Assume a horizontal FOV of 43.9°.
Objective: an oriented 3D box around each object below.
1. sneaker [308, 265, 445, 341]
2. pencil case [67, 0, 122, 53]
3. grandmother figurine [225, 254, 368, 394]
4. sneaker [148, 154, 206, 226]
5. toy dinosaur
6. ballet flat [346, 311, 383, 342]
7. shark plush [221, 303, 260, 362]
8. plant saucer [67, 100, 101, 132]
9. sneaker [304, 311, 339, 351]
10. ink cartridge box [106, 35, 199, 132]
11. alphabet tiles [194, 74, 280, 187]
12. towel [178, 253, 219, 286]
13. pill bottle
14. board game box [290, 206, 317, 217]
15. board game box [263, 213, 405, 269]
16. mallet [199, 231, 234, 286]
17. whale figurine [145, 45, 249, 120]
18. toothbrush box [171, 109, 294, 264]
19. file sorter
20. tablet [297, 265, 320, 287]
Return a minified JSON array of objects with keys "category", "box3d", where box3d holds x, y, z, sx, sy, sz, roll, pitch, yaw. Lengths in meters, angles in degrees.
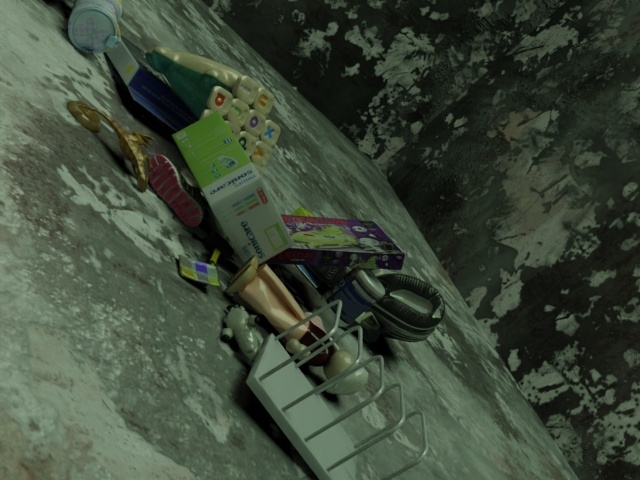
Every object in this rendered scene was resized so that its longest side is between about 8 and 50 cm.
[{"category":"sneaker","box3d":[0.113,0.142,2.153,0.447,0.169,0.257,34,-25,14]},{"category":"pencil case","box3d":[-0.545,-0.546,1.941,0.124,0.114,0.273,12,27,-20]},{"category":"grandmother figurine","box3d":[-0.038,0.183,1.584,0.342,0.104,0.208,44,19,-10]},{"category":"sneaker","box3d":[-0.293,-0.103,1.647,0.170,0.063,0.075,53,11,4]},{"category":"toy dinosaur","box3d":[-0.383,-0.197,1.585,0.211,0.064,0.112,55,10,7]},{"category":"ballet flat","box3d":[0.095,0.197,2.019,0.203,0.074,0.074,36,19,-42]},{"category":"shark plush","box3d":[-0.151,0.162,1.451,0.161,0.073,0.067,32,-28,59]},{"category":"plant saucer","box3d":[-0.470,-0.253,1.596,0.083,0.015,0.083,46,14,-15]},{"category":"sneaker","box3d":[0.000,0.208,1.730,0.134,0.051,0.070,45,19,4]},{"category":"ink cartridge box","box3d":[-0.384,-0.365,2.007,0.303,0.072,0.307,36,10,-45]},{"category":"alphabet tiles","box3d":[-0.203,-0.241,1.893,0.021,0.284,0.278,22,-1,32]},{"category":"towel","box3d":[-0.226,0.056,1.474,0.083,0.009,0.060,22,29,-26]},{"category":"pill bottle","box3d":[0.059,0.141,1.845,0.094,0.169,0.094,45,13,-14]},{"category":"board game box","box3d":[-0.012,-0.010,2.305,0.092,0.043,0.181,31,22,-51]},{"category":"board game box","box3d":[0.000,0.000,1.852,0.346,0.056,0.208,3,18,-21]},{"category":"mallet","box3d":[-0.218,0.035,1.564,0.062,0.039,0.190,48,17,-8]},{"category":"whale figurine","box3d":[-0.298,-0.368,1.912,0.272,0.141,0.216,23,-2,-28]},{"category":"toothbrush box","box3d":[-0.188,-0.109,1.689,0.283,0.122,0.206,57,-6,46]},{"category":"file sorter","box3d":[0.036,0.266,1.357,0.278,0.173,0.193,54,12,-9]},{"category":"tablet","box3d":[-0.032,0.087,2.055,0.083,0.006,0.054,49,14,3]}]
